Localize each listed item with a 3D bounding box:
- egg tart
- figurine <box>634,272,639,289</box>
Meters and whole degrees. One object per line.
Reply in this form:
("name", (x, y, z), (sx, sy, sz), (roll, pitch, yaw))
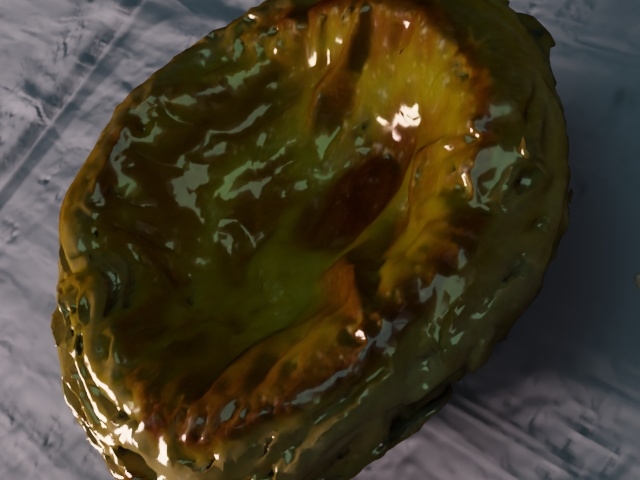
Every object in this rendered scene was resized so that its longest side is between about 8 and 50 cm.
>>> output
("egg tart", (0.000, 0.000, 0.631), (0.295, 0.116, 0.294), (-20, 49, 25))
("figurine", (0.183, 0.018, 0.534), (0.146, 0.081, 0.098), (-63, 5, -11))
